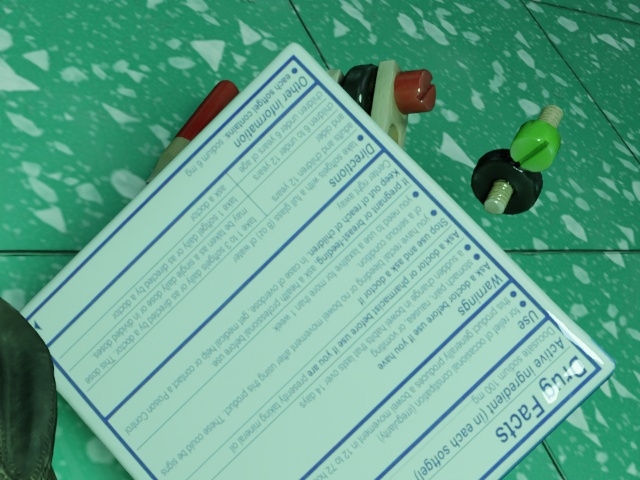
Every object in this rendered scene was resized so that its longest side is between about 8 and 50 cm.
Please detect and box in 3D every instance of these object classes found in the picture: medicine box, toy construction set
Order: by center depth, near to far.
[{"bbox_3d":[-0.004,0.071,0.738,0.289,0.263,0.149,47,3,10],"label":"medicine box"},{"bbox_3d":[0.000,0.000,0.909,0.309,0.257,0.237,21,48,12],"label":"toy construction set"}]

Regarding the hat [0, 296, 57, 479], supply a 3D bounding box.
[{"bbox_3d":[-0.219,0.102,0.602,0.331,0.134,0.331,44,18,-19],"label":"hat"}]
